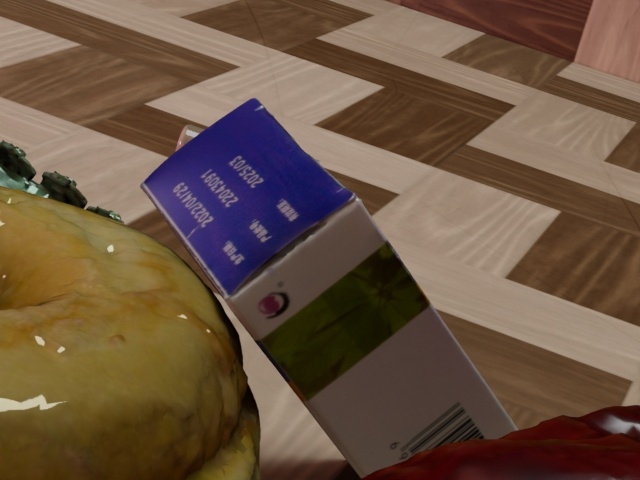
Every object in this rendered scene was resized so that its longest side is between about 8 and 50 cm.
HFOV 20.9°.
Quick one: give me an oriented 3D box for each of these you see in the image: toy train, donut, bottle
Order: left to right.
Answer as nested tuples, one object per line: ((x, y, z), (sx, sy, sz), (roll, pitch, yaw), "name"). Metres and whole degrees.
((-0.248, 0.088, 1.007), (0.449, 0.198, 0.449), (13, 18, -4), "donut")
((-0.225, -0.007, 1.460), (0.194, 0.081, 0.125), (32, -13, 12), "toy train")
((-0.109, -0.093, 1.901), (0.096, 0.045, 0.045), (19, 18, 1), "bottle")

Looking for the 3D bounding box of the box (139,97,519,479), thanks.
((0.023, 0.070, 1.164), (0.299, 0.106, 0.200), (55, -4, -30), "box")

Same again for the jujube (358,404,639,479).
((0.141, 0.213, 0.853), (0.377, 0.276, 0.276), (0, 24, -37), "jujube")
